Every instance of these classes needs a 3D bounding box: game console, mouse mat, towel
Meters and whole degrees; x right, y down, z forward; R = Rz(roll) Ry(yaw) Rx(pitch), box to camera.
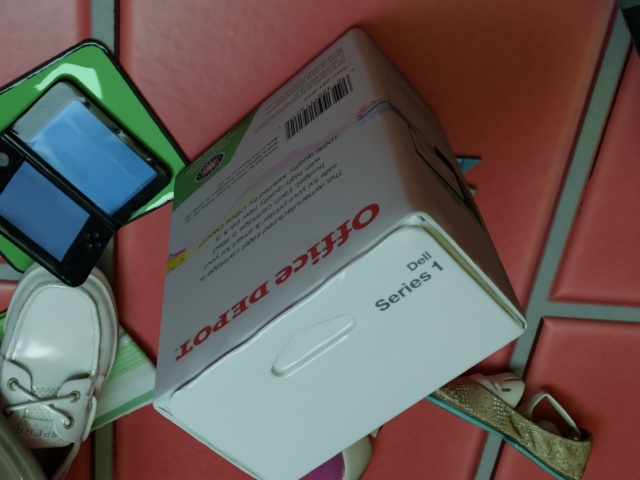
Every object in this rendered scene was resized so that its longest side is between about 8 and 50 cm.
[{"bbox_3d":[-0.198,-0.042,0.719,0.071,0.107,0.122,-20,126,42],"label":"game console"},{"bbox_3d":[-0.216,-0.061,0.749,0.190,0.007,0.152,-26,121,11],"label":"mouse mat"},{"bbox_3d":[-0.224,0.108,0.852,0.113,0.023,0.152,-27,118,11],"label":"towel"}]

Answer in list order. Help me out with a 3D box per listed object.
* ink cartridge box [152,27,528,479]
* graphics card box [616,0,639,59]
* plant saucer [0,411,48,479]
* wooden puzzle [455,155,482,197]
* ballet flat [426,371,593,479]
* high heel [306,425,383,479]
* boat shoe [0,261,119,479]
[{"bbox_3d":[0.000,0.000,0.639,0.201,0.278,0.117,-37,119,18],"label":"ink cartridge box"},{"bbox_3d":[0.374,-0.083,0.638,0.233,0.094,0.371,-11,120,41],"label":"graphics card box"},{"bbox_3d":[-0.323,0.238,0.818,0.278,0.041,0.278,18,121,32],"label":"plant saucer"},{"bbox_3d":[0.090,-0.025,0.789,0.079,0.014,0.116,11,121,-11],"label":"wooden puzzle"},{"bbox_3d":[0.190,0.169,0.901,0.206,0.073,0.067,33,88,-25],"label":"ballet flat"},{"bbox_3d":[-0.008,0.194,0.904,0.117,0.082,0.244,31,136,14],"label":"high heel"},{"bbox_3d":[-0.239,0.144,0.800,0.098,0.096,0.277,12,120,-9],"label":"boat shoe"}]
